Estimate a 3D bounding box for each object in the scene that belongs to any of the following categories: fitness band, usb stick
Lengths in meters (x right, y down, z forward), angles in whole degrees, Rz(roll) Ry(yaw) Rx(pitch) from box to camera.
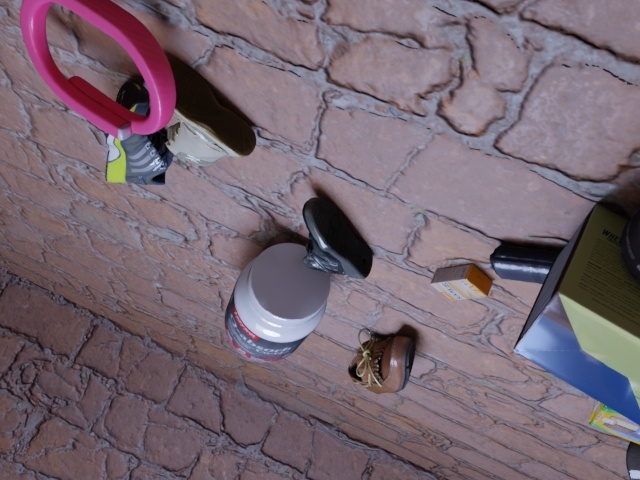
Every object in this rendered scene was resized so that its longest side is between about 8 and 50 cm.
[{"bbox_3d":[-0.348,-0.278,1.037,0.290,0.054,0.209,33,139,13],"label":"fitness band"},{"bbox_3d":[0.406,0.051,1.052,0.277,0.045,0.077,7,148,35],"label":"usb stick"}]

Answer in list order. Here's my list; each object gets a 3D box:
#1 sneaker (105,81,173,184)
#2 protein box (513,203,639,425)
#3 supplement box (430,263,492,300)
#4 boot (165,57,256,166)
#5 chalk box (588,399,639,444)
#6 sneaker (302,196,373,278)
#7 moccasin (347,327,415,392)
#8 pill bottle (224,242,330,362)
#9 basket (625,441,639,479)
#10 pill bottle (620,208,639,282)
[{"bbox_3d":[-0.333,-0.192,1.260,0.121,0.111,0.300,12,158,-13],"label":"sneaker"},{"bbox_3d":[0.401,0.096,0.892,0.199,0.201,0.136,31,139,12],"label":"protein box"},{"bbox_3d":[0.264,0.080,1.258,0.062,0.036,0.098,38,153,-22],"label":"supplement box"},{"bbox_3d":[-0.230,-0.207,1.138,0.213,0.077,0.165,40,155,-27],"label":"boot"},{"bbox_3d":[0.629,0.304,1.227,0.212,0.132,0.132,20,154,16],"label":"chalk box"},{"bbox_3d":[0.000,0.000,1.300,0.130,0.087,0.227,1,151,33],"label":"sneaker"},{"bbox_3d":[0.148,0.312,1.728,0.146,0.139,0.380,18,165,-3],"label":"moccasin"},{"bbox_3d":[-0.102,0.146,1.539,0.210,0.210,0.363,27,155,-2],"label":"pill bottle"},{"bbox_3d":[0.807,0.492,1.407,0.204,0.154,0.226,35,151,-19],"label":"basket"},{"bbox_3d":[0.449,-0.035,0.744,0.130,0.131,0.246,23,154,8],"label":"pill bottle"}]
